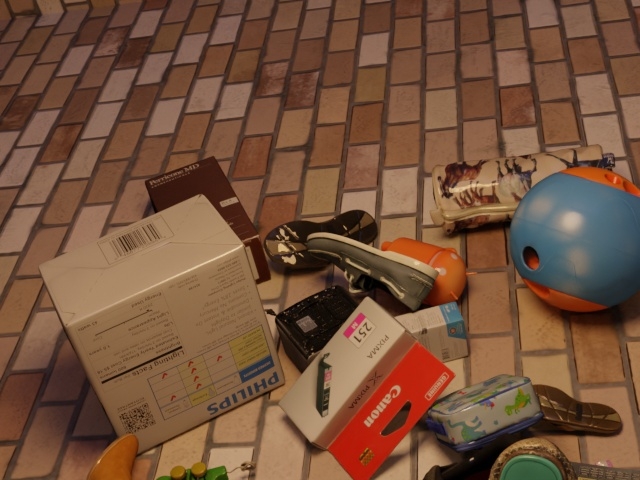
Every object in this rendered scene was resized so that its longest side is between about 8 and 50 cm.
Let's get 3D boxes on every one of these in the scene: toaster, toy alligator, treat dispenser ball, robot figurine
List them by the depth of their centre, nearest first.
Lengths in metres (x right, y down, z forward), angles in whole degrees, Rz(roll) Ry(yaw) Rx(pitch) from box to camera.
[{"bbox_3d":[-0.210,0.441,1.874,0.190,0.056,0.051,-10,38,5],"label":"toy alligator"},{"bbox_3d":[0.519,-0.003,2.027,0.288,0.288,0.288,-8,38,6],"label":"treat dispenser ball"},{"bbox_3d":[0.009,0.188,2.081,0.168,0.110,0.186,-26,40,-18],"label":"toaster"},{"bbox_3d":[0.214,0.066,2.160,0.219,0.128,0.158,17,4,33],"label":"robot figurine"}]

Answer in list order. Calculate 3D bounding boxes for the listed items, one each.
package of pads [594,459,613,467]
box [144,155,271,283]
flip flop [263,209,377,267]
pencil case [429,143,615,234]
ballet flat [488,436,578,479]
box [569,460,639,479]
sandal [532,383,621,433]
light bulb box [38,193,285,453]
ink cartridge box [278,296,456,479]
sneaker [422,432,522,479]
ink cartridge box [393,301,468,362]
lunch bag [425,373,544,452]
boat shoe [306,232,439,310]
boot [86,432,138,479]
[{"bbox_3d":[0.478,0.408,1.696,0.032,0.083,0.050,-17,35,3],"label":"package of pads"},{"bbox_3d":[-0.269,-0.030,2.414,0.191,0.143,0.381,-22,37,-10],"label":"box"},{"bbox_3d":[0.000,0.000,2.342,0.277,0.080,0.112,-18,75,-26],"label":"flip flop"},{"bbox_3d":[0.447,-0.111,2.286,0.410,0.160,0.183,-7,24,8],"label":"pencil case"},{"bbox_3d":[0.290,0.527,1.483,0.164,0.182,0.482,9,84,20],"label":"ballet flat"},{"bbox_3d":[0.462,0.429,1.594,0.233,0.183,0.059,4,41,20],"label":"box"},{"bbox_3d":[0.449,0.315,1.854,0.180,0.049,0.072,15,50,10],"label":"sandal"},{"bbox_3d":[-0.301,0.166,1.998,0.358,0.361,0.225,-24,38,-14],"label":"light bulb box"},{"bbox_3d":[0.080,0.276,1.899,0.275,0.060,0.239,-50,44,1],"label":"ink cartridge box"},{"bbox_3d":[0.158,0.465,1.621,0.483,0.202,0.185,-34,42,-25],"label":"sneaker"},{"bbox_3d":[0.193,0.196,2.023,0.180,0.104,0.060,-14,38,-2],"label":"ink cartridge box"},{"bbox_3d":[0.281,0.303,1.798,0.176,0.090,0.219,-20,-3,-8],"label":"lunch bag"},{"bbox_3d":[0.087,0.061,2.093,0.319,0.116,0.099,16,81,36],"label":"boat shoe"},{"bbox_3d":[-0.332,0.491,1.828,0.211,0.104,0.295,15,45,17],"label":"boot"}]
